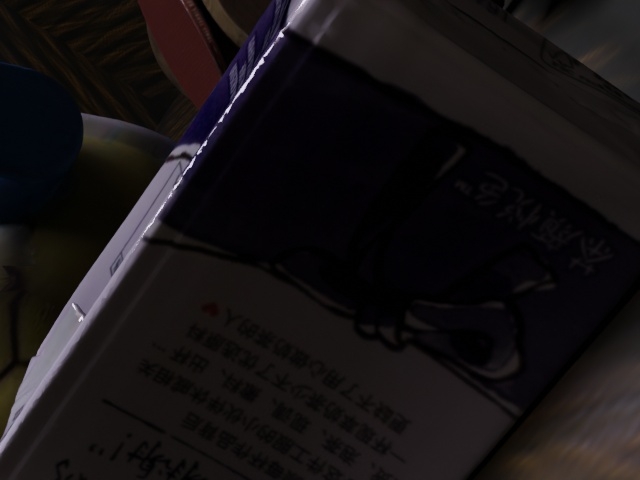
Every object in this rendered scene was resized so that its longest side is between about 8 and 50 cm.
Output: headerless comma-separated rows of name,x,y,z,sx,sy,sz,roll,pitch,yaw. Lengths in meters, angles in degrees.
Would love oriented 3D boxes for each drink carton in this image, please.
drink carton,-0.002,0.021,0.560,0.222,0.134,0.102,-54,12,22

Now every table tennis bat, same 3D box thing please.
table tennis bat,-0.086,-0.124,1.266,0.019,0.220,0.130,-30,1,-15

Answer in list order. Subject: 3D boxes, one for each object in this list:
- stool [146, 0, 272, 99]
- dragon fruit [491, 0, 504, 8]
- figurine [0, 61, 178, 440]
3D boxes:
stool,-0.033,-0.203,1.327,0.179,0.179,0.264,-59,9,-12
dragon fruit,0.092,-0.186,0.851,0.262,0.134,0.211,-44,-7,-19
figurine,-0.139,0.041,0.815,0.416,0.298,0.243,-44,10,7
